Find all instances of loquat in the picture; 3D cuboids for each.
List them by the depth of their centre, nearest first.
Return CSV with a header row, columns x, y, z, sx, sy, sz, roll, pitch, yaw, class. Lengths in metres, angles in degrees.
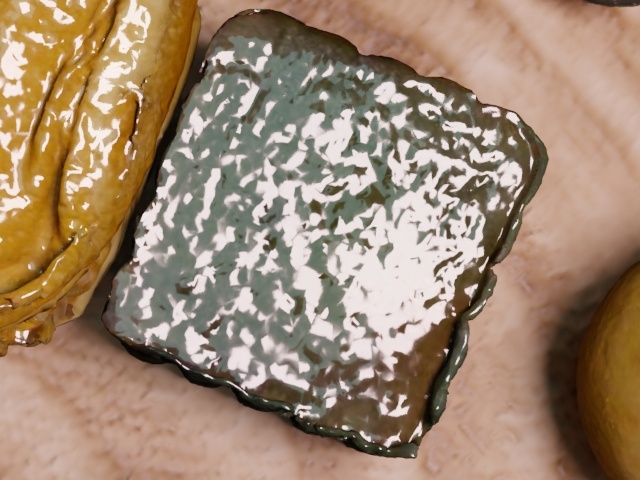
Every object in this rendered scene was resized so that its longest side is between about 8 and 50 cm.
x,y,z,sx,sy,sz,roll,pitch,yaw,class
0.211,0.077,0.822,0.172,0.149,0.204,-4,95,-13,loquat

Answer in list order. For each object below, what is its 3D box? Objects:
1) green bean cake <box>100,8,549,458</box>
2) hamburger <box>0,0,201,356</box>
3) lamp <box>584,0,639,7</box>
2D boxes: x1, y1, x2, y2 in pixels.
x,y,z,sx,sy,sz,roll,pitch,yaw,class
0.000,0.000,0.827,0.173,0.094,0.181,22,82,-4,green bean cake
-0.208,-0.097,0.777,0.319,0.158,0.318,1,84,-9,hamburger
0.178,-0.229,0.869,0.121,0.121,0.214,29,71,-4,lamp
